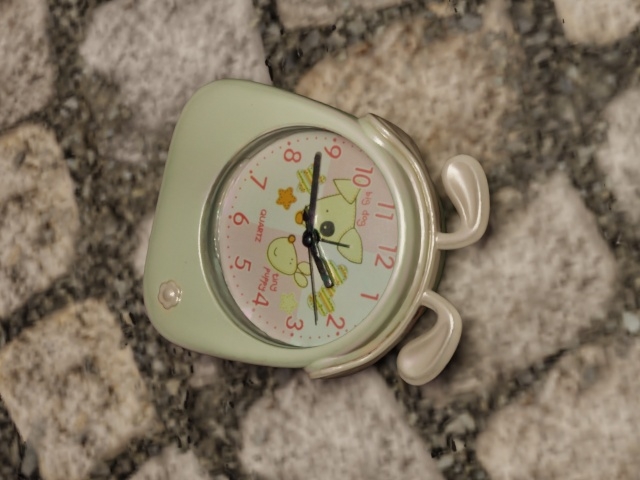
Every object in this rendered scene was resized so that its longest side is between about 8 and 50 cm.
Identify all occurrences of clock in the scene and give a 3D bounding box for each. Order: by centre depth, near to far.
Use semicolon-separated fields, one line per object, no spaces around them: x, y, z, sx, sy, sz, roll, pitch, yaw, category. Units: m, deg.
0.000;0.000;0.870;0.191;0.062;0.152;15;94;28;clock
